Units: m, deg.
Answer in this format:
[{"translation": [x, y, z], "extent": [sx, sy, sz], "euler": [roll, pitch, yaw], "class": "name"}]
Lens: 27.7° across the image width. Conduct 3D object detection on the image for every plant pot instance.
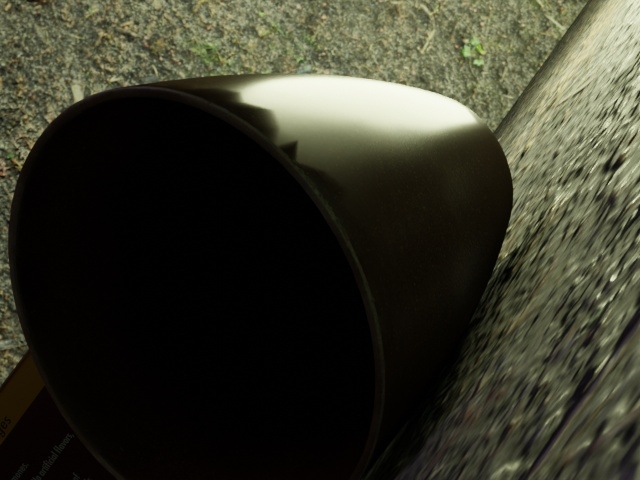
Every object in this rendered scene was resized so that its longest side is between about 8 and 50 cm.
[{"translation": [0.000, 0.000, 0.668], "extent": [0.230, 0.215, 0.215], "euler": [-30, -20, -50], "class": "plant pot"}]

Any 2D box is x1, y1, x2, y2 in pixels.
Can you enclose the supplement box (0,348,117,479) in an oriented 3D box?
[{"translation": [-0.111, 0.145, 0.826], "extent": [0.191, 0.194, 0.129], "euler": [-54, -2, -4], "class": "supplement box"}]
